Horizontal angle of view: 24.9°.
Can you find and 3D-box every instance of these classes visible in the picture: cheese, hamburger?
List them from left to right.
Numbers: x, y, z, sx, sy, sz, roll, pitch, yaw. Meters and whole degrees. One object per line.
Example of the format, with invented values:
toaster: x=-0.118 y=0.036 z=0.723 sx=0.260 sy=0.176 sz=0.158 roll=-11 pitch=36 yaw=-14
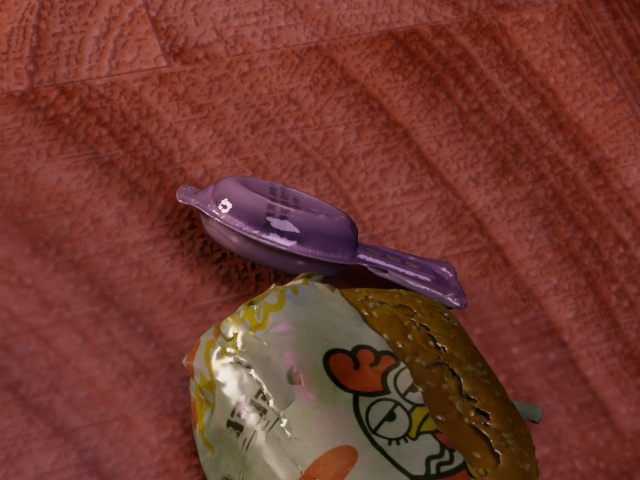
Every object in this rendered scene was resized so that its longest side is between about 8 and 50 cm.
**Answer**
cheese: x=0.000 y=0.000 z=0.913 sx=0.190 sy=0.042 sz=0.105 roll=18 pitch=14 yaw=-5
hamburger: x=0.045 y=0.115 z=0.835 sx=0.235 sy=0.125 sz=0.214 roll=-1 pitch=57 yaw=-22
